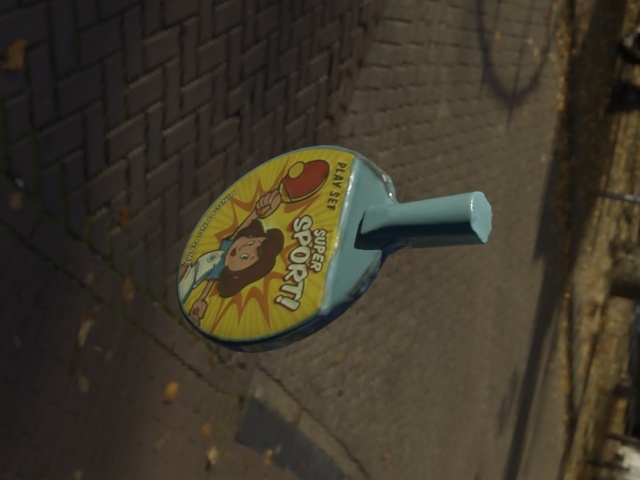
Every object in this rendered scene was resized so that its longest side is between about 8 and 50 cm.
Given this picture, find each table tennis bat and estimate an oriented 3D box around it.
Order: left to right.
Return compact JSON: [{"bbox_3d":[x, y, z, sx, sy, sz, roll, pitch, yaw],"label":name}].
[{"bbox_3d":[0.000,0.000,1.056,0.044,0.329,0.215,44,49,-41],"label":"table tennis bat"}]
